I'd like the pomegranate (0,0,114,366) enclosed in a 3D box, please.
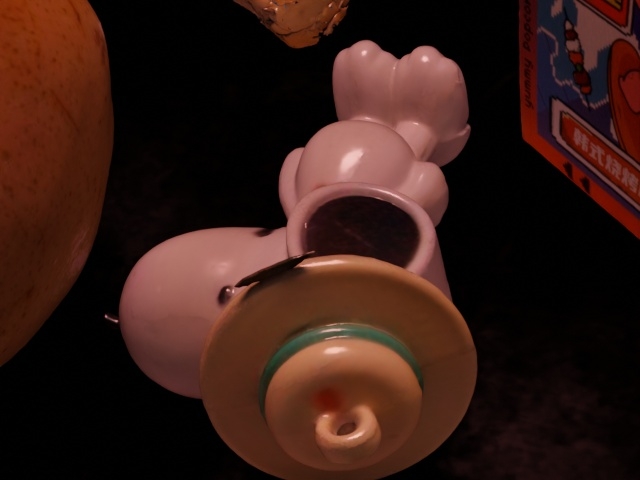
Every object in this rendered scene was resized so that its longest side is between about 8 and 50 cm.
[{"bbox_3d":[-0.263,-0.043,0.861,0.319,0.319,0.319,-1,39,1],"label":"pomegranate"}]

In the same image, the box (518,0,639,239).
[{"bbox_3d":[0.304,-0.132,0.901,0.257,0.318,0.349,-22,44,-23],"label":"box"}]

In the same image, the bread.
[{"bbox_3d":[-0.022,-0.179,1.185,0.072,0.053,0.106,-40,46,-7],"label":"bread"}]

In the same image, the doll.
[{"bbox_3d":[0.021,-0.002,0.894,0.208,0.144,0.271,19,47,37],"label":"doll"}]
